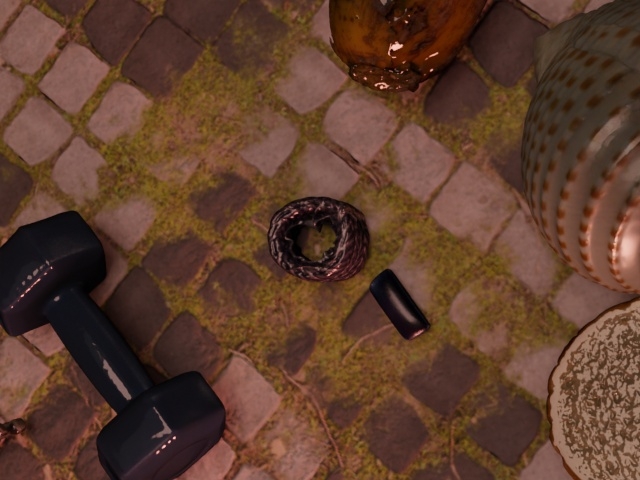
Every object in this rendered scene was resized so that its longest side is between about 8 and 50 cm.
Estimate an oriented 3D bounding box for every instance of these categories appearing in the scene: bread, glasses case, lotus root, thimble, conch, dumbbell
[{"bbox_3d":[0.342,0.174,1.429,0.236,0.070,0.236,-3,82,20],"label":"bread"},{"bbox_3d":[0.085,0.071,1.553,0.033,0.023,0.083,-38,73,9],"label":"glasses case"},{"bbox_3d":[0.122,-0.350,1.504,0.179,0.196,0.397,18,87,15],"label":"lotus root"},{"bbox_3d":[-0.002,0.001,1.570,0.104,0.066,0.095,-14,78,20],"label":"thimble"},{"bbox_3d":[0.330,-0.118,1.399,0.303,0.215,0.319,-30,76,2],"label":"conch"},{"bbox_3d":[-0.247,0.126,1.597,0.160,0.144,0.325,-43,72,11],"label":"dumbbell"}]

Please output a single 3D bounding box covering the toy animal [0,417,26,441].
[{"bbox_3d":[-0.431,0.243,1.677,0.170,0.090,0.255,-19,75,19],"label":"toy animal"}]
